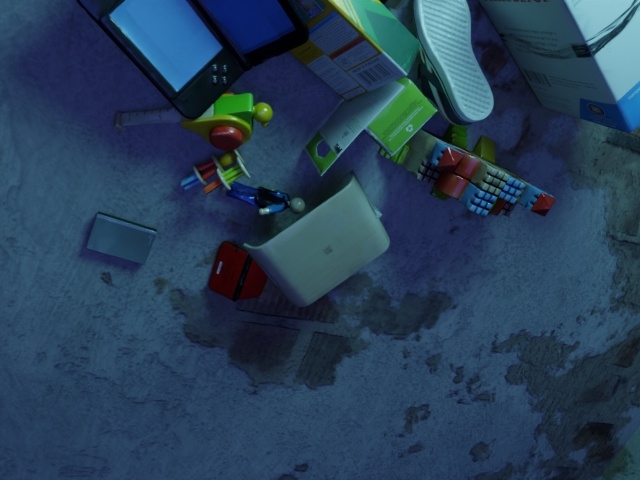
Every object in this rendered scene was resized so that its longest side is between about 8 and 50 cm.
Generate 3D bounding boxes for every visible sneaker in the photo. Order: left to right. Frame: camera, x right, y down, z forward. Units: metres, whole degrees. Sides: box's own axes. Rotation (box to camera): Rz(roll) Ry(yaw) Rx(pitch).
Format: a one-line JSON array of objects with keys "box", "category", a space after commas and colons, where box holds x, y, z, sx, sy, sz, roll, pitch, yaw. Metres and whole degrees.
[{"box": [0.267, -0.404, 1.049, 0.126, 0.127, 0.322, -19, 96, -11], "category": "sneaker"}]

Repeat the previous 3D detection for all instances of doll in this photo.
[{"box": [-0.128, -0.095, 1.097, 0.188, 0.129, 0.046, 14, 119, -6], "category": "doll"}]

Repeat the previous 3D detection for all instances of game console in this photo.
[{"box": [-0.212, -0.385, 0.816, 0.250, 0.173, 0.293, -48, 127, -9], "category": "game console"}, {"box": [-0.202, 0.076, 1.231, 0.124, 0.085, 0.144, 25, 111, 8], "category": "game console"}]

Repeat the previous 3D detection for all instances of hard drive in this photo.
[{"box": [-0.462, -0.004, 1.115, 0.135, 0.022, 0.094, 19, 111, -23], "category": "hard drive"}]

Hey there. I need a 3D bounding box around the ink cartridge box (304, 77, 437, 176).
[{"box": [0.096, -0.241, 1.042, 0.097, 0.189, 0.255, 36, 105, -29], "category": "ink cartridge box"}]

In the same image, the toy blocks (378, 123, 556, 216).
[{"box": [0.356, -0.144, 1.118, 0.380, 0.261, 0.191, 18, 111, -22], "category": "toy blocks"}]

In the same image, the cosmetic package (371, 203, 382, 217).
[{"box": [0.042, -0.008, 1.223, 0.098, 0.060, 0.239, 31, 106, -24], "category": "cosmetic package"}]

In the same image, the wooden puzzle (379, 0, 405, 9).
[{"box": [0.076, -0.501, 0.886, 0.238, 0.221, 0.045, 4, 88, -16], "category": "wooden puzzle"}]

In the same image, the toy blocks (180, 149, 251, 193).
[{"box": [-0.235, -0.140, 1.045, 0.148, 0.123, 0.054, -30, 131, 2], "category": "toy blocks"}]

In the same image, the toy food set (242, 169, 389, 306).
[{"box": [0.000, 0.000, 1.132, 0.306, 0.092, 0.220, -35, 127, -3], "category": "toy food set"}]

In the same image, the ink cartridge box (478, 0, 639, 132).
[{"box": [0.524, -0.444, 0.990, 0.166, 0.285, 0.395, -44, 119, 9], "category": "ink cartridge box"}]

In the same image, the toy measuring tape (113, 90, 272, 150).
[{"box": [-0.259, -0.243, 1.010, 0.329, 0.121, 0.122, -6, 120, 7], "category": "toy measuring tape"}]

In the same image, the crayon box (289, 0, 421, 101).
[{"box": [0.007, -0.418, 0.911, 0.322, 0.203, 0.083, 32, 75, -27], "category": "crayon box"}]
